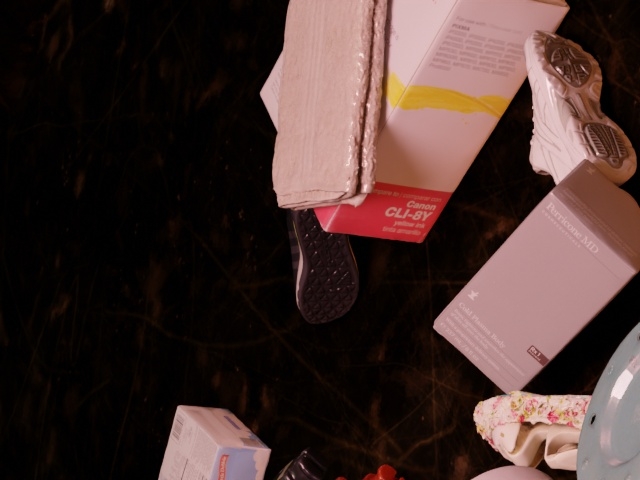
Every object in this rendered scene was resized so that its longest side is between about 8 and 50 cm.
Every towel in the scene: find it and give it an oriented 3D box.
[{"bbox_3d":[0.014,-0.177,2.111,0.187,0.049,0.282,-3,81,58],"label":"towel"}]

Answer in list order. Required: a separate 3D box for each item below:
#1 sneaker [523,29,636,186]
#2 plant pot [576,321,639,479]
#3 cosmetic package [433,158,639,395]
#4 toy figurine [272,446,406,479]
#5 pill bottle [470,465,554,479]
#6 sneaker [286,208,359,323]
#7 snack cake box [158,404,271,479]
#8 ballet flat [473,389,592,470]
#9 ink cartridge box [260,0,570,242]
[{"bbox_3d":[0.261,-0.130,1.957,0.115,0.090,0.232,-54,38,43],"label":"sneaker"},{"bbox_3d":[0.357,0.178,1.465,0.293,0.235,0.293,-59,14,25],"label":"plant pot"},{"bbox_3d":[0.243,0.042,1.877,0.127,0.107,0.238,42,133,8],"label":"cosmetic package"},{"bbox_3d":[0.018,0.370,2.108,0.148,0.213,0.209,-46,48,27],"label":"toy figurine"},{"bbox_3d":[0.255,0.381,1.707,0.361,0.204,0.204,44,119,55],"label":"pill bottle"},{"bbox_3d":[0.000,0.000,2.321,0.097,0.084,0.235,-110,14,-52],"label":"sneaker"},{"bbox_3d":[-0.171,0.388,2.547,0.152,0.089,0.264,34,112,55],"label":"snack cake box"},{"bbox_3d":[0.241,0.204,1.855,0.241,0.091,0.077,-10,38,49],"label":"ballet flat"},{"bbox_3d":[0.106,-0.231,2.172,0.385,0.160,0.279,-60,37,33],"label":"ink cartridge box"}]
